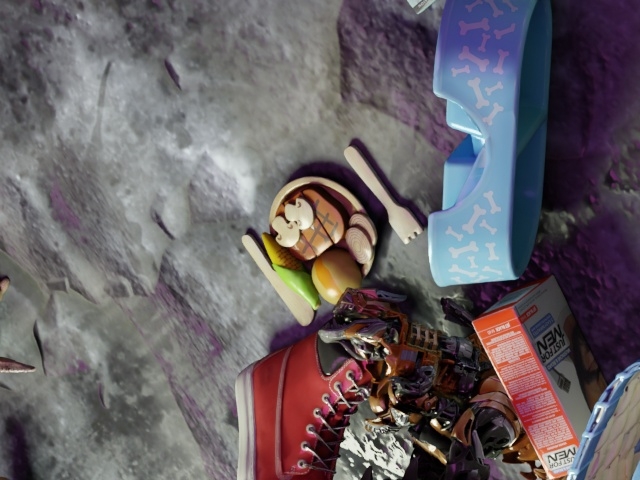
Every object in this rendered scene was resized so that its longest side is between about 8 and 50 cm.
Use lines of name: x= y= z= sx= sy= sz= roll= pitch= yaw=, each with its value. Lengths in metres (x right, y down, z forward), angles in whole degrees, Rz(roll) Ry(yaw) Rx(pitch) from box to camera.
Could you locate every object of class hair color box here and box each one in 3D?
hair color box: x=0.217 y=0.127 z=1.764 sx=0.053 sy=0.093 sz=0.167 roll=-22 pitch=96 yaw=36

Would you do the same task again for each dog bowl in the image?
dog bowl: x=0.155 y=-0.097 z=1.682 sx=0.074 sy=0.166 sz=0.297 roll=8 pitch=113 yaw=17

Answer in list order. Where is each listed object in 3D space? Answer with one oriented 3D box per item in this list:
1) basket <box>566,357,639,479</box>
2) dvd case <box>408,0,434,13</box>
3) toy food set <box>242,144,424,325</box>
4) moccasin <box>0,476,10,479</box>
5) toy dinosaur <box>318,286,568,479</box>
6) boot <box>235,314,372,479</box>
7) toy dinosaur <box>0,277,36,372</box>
basket: x=0.310 y=0.218 z=1.618 sx=0.201 sy=0.289 sz=0.254 roll=32 pitch=125 yaw=24
dvd case: x=0.085 y=-0.282 z=1.738 sx=0.087 sy=0.013 sz=0.119 roll=-37 pitch=88 yaw=36
toy food set: x=0.000 y=0.000 z=1.884 sx=0.192 sy=0.038 sz=0.132 roll=-41 pitch=84 yaw=36
moccasin: x=-0.326 y=0.451 z=2.202 sx=0.147 sy=0.139 sz=0.380 roll=-4 pitch=106 yaw=32
toy dinosaur: x=0.130 y=0.181 z=1.793 sx=0.322 sy=0.218 sz=0.164 roll=31 pitch=159 yaw=12
boot: x=0.003 y=0.200 z=1.874 sx=0.176 sy=0.088 sz=0.244 roll=-32 pitch=53 yaw=34
toy dinosaur: x=-0.468 y=0.086 z=2.111 sx=0.296 sy=0.200 sz=0.127 roll=45 pitch=125 yaw=9
